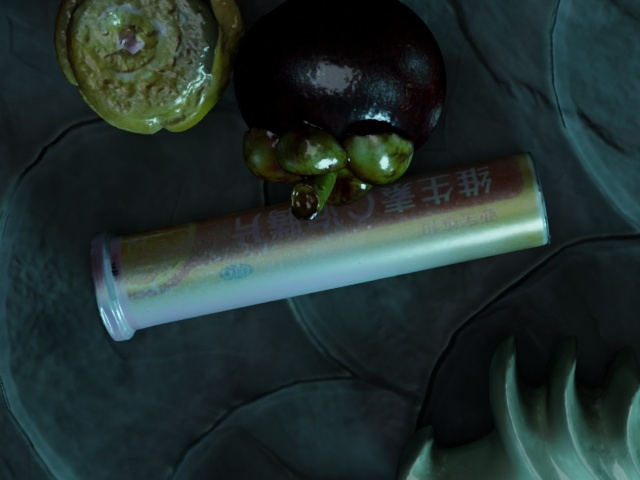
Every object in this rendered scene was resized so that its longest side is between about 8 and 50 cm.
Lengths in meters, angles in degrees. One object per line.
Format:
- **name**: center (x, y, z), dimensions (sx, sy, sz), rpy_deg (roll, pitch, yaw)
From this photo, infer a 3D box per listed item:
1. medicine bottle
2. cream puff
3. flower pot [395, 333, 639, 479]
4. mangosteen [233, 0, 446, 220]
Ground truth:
- **medicine bottle**: center (0.000, 0.000, 1.287), dimensions (0.425, 0.108, 0.108), rpy_deg (-12, 95, 4)
- **cream puff**: center (-0.157, -0.197, 1.261), dimensions (0.189, 0.129, 0.189), rpy_deg (2, 106, 7)
- **flower pot**: center (0.273, 0.243, 1.261), dimensions (0.367, 0.164, 0.254), rpy_deg (34, 105, 0)
- **mangosteen**: center (0.015, -0.117, 1.215), dimensions (0.194, 0.194, 0.231), rpy_deg (2, 70, 5)
